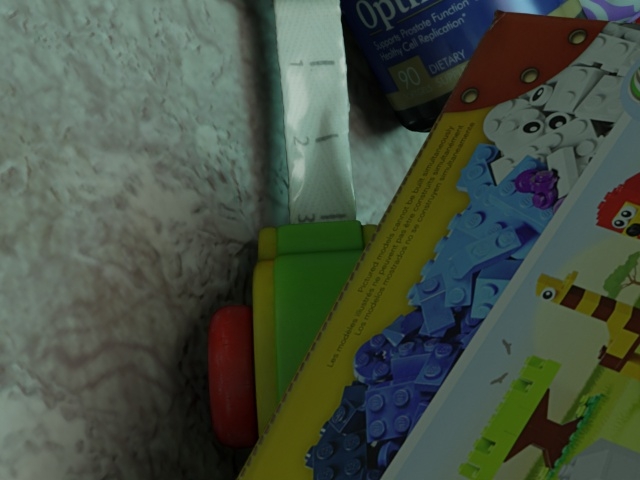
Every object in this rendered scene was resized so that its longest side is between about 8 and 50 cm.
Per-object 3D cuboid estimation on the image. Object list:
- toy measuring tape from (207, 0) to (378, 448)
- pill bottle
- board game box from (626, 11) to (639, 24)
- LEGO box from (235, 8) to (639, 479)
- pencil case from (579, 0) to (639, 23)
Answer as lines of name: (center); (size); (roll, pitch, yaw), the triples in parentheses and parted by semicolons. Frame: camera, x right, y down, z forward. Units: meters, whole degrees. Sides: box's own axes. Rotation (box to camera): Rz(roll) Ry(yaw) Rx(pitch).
toy measuring tape: (0.000, 0.000, 0.673); (0.121, 0.121, 0.330); (7, 76, -41)
pill bottle: (0.051, -0.182, 0.783); (0.123, 0.123, 0.219); (-39, 103, -43)
board game box: (0.240, 0.053, 0.908); (0.308, 0.086, 0.302); (42, 52, -25)
LEGO box: (0.138, 0.185, 0.471); (0.500, 0.372, 0.193); (-61, 139, -20)
pencil case: (0.146, -0.223, 0.884); (0.088, 0.086, 0.206); (-2, 62, -35)
